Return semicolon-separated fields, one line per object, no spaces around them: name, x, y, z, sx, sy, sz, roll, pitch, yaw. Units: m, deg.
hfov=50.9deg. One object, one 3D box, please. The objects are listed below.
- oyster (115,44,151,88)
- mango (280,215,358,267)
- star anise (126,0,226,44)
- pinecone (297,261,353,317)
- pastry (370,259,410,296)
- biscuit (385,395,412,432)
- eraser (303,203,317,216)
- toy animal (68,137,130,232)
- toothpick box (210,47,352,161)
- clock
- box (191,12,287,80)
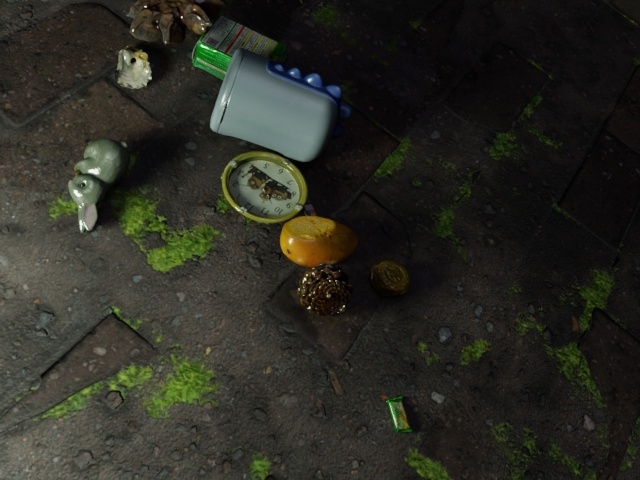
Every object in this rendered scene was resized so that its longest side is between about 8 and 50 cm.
oyster;-0.525;-0.481;1.866;0.146;0.045;0.121;50;53;3
mango;-0.002;0.005;1.745;0.217;0.102;0.141;-5;43;-25
star anise;-0.418;-0.673;1.941;0.315;0.108;0.315;-5;61;8
pinecone;0.011;0.121;1.667;0.140;0.140;0.121;18;24;-10
pastry;0.186;0.100;1.784;0.109;0.057;0.097;45;54;7
biscuit;0.188;0.419;1.616;0.046;0.016;0.089;-3;62;-23
eraser;-0.018;-0.053;1.820;0.027;0.019;0.099;-12;65;-27
toy animal;-0.542;-0.143;1.610;0.108;0.138;0.236;44;42;-34
toothpick box;-0.096;-0.362;1.830;0.354;0.263;0.263;19;55;-11
clock;-0.150;-0.135;1.797;0.237;0.057;0.237;9;56;-14
box;-0.237;-0.548;1.986;0.250;0.103;0.180;26;54;-2
